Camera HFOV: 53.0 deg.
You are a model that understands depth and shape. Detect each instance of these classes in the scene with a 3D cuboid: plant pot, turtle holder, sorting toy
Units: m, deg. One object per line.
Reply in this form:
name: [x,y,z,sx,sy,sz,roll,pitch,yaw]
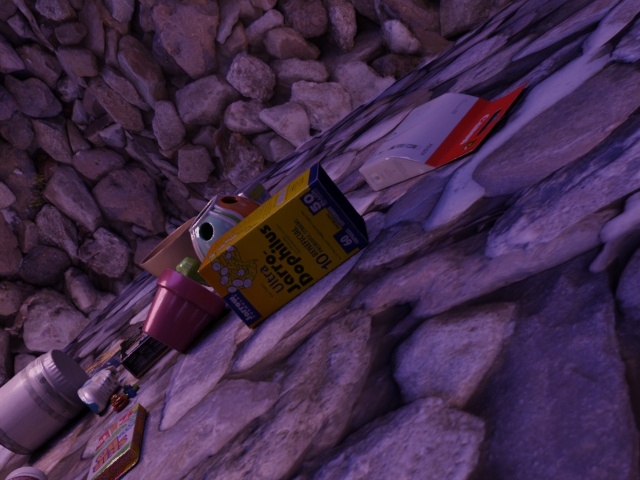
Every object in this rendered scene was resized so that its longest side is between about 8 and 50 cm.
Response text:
plant pot: [-0.389,0.202,1.768,0.180,0.201,0.201,-61,20,-16]
turtle holder: [-0.282,-0.002,1.946,0.320,0.227,0.243,-34,24,48]
sorting toy: [-0.535,0.416,1.743,0.061,0.042,0.102,-33,15,24]
plant pot: [-0.533,0.068,2.520,0.284,0.191,0.284,-37,15,11]

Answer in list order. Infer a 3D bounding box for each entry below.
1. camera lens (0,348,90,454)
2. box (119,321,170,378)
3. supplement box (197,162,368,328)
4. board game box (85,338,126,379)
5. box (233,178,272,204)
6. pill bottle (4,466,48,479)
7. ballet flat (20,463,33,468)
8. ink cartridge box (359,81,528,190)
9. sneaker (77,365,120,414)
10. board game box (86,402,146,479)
camera lens: [-0.866,0.498,1.971,0.274,0.219,0.219,-41,14,-6]
box: [-0.478,0.266,2.000,0.322,0.079,0.257,-43,16,-12]
supplement box: [-0.086,0.009,1.542,0.356,0.194,0.195,-37,14,12]
board game box: [-0.761,0.445,2.237,0.243,0.042,0.165,-47,15,-28]
box: [-0.199,-0.079,2.089,0.103,0.203,0.114,-29,15,33]
pill bottle: [-0.641,0.573,1.363,0.121,0.121,0.221,-42,14,-10]
ballet flat: [-0.743,0.636,1.581,0.068,0.072,0.213,-8,22,9]
ink cartridge box: [0.311,-0.292,1.678,0.308,0.091,0.385,-48,15,-30]
sneaker: [-0.646,0.434,1.888,0.092,0.087,0.229,-39,16,-5]
board game box: [-0.446,0.458,1.410,0.124,0.039,0.259,-41,17,-3]
